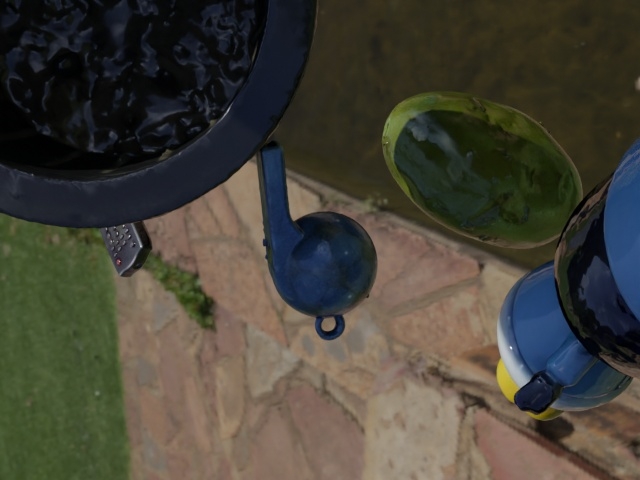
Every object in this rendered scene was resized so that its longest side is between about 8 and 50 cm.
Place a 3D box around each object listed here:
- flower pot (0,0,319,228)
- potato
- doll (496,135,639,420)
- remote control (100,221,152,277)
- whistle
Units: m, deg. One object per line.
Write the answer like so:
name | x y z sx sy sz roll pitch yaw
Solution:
flower pot | -0.150 -0.170 0.756 0.330 0.294 0.293 -100 4 -83
potato | 0.187 -0.079 1.156 0.253 0.186 0.148 28 136 -6
doll | 0.207 0.015 0.562 0.141 0.177 0.314 42 148 6
remote control | -0.240 -0.052 1.123 0.059 0.028 0.212 -45 55 27
whistle | 0.000 0.000 0.747 0.090 0.090 0.157 9 107 55
